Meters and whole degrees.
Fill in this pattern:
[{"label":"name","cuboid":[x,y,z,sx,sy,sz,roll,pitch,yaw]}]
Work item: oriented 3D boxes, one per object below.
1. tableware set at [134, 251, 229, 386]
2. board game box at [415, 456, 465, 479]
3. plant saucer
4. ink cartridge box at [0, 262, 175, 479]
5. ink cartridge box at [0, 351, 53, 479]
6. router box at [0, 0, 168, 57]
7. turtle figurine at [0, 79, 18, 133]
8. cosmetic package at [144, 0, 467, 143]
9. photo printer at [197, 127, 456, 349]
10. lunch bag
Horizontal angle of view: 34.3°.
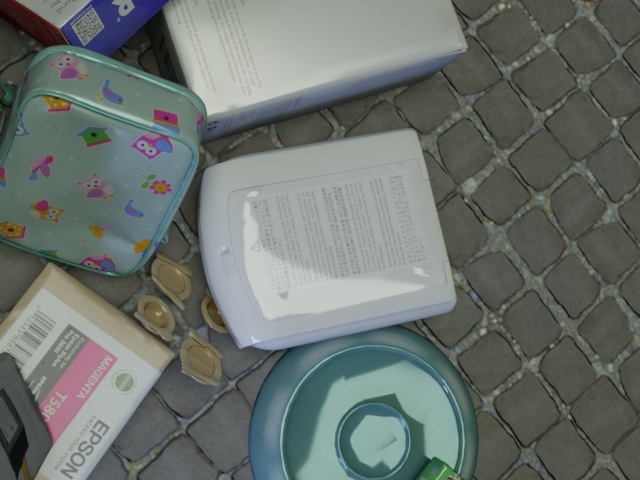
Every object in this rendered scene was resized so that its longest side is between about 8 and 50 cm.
[{"label":"tableware set","cuboid":[-0.164,0.095,1.284,0.141,0.020,0.168,41,32,-20]},{"label":"board game box","cuboid":[0.128,0.465,1.316,0.213,0.046,0.317,42,81,-12]},{"label":"plant saucer","cuboid":[0.066,0.261,1.357,0.318,0.044,0.317,2,83,-14]},{"label":"ink cartridge box","cuboid":[-0.319,0.175,1.247,0.193,0.088,0.234,36,76,-6]},{"label":"ink cartridge box","cuboid":[-0.406,0.231,1.020,0.226,0.306,0.131,-24,97,-5]},{"label":"router box","cuboid":[-0.266,-0.393,1.251,0.301,0.082,0.335,33,72,30]},{"label":"turtle figurine","cuboid":[-0.426,-0.165,1.198,0.175,0.118,0.234,-15,102,-26]},{"label":"cosmetic package","cuboid":[-0.023,-0.270,1.342,0.366,0.155,0.197,-16,86,-16]},{"label":"photo printer","cuboid":[0.000,0.000,1.336,0.307,0.107,0.256,-12,83,-15]},{"label":"lunch bag","cuboid":[-0.260,-0.082,1.204,0.224,0.279,0.108,16,48,-20]}]
